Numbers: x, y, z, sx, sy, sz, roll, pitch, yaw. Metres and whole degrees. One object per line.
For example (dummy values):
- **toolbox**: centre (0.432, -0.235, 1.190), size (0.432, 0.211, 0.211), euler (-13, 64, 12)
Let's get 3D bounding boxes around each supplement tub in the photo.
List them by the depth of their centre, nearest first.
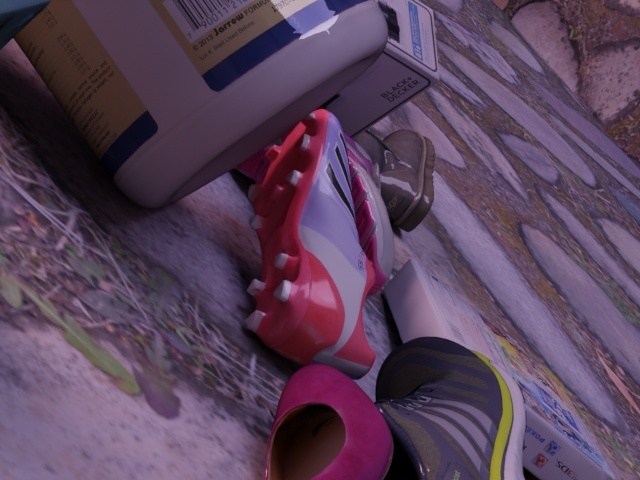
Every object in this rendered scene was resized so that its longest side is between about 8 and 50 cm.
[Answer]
- **supplement tub**: centre (-0.125, -0.207, 1.208), size (0.316, 0.228, 0.228), euler (55, 16, 1)

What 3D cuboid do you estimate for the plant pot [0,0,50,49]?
- **plant pot**: centre (-0.274, -0.184, 0.930), size (0.234, 0.165, 0.166), euler (50, 18, -2)

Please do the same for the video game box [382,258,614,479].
- **video game box**: centre (0.145, 0.116, 1.425), size (0.187, 0.048, 0.205), euler (37, 11, -15)

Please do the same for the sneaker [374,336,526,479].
- **sneaker**: centre (0.065, 0.136, 1.111), size (0.121, 0.111, 0.300), euler (34, 16, -16)

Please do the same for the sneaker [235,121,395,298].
- **sneaker**: centre (0.011, -0.036, 1.415), size (0.111, 0.103, 0.252), euler (29, 22, -38)

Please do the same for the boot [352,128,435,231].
- **boot**: centre (0.018, -0.112, 1.707), size (0.208, 0.076, 0.189), euler (32, 17, -16)

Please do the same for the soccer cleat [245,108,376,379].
- **soccer cleat**: centre (0.000, 0.000, 1.270), size (0.095, 0.083, 0.248), euler (33, 35, -23)

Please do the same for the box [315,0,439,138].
- **box**: centre (-0.055, -0.193, 1.468), size (0.290, 0.169, 0.087), euler (26, 47, -34)

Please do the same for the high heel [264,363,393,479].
- **high heel**: centre (-0.022, 0.129, 0.967), size (0.117, 0.082, 0.244), euler (40, 26, -26)
